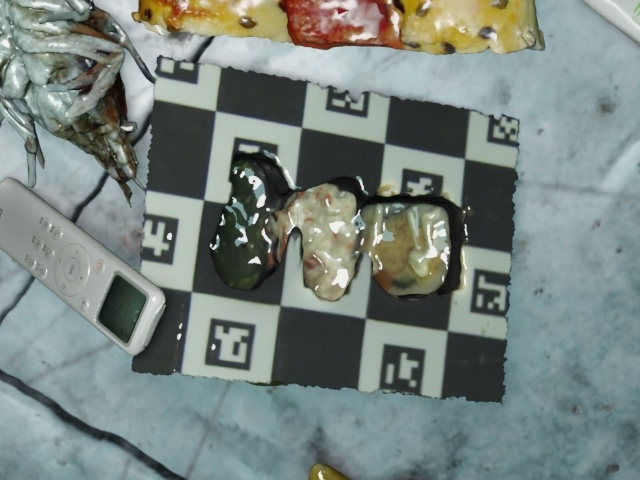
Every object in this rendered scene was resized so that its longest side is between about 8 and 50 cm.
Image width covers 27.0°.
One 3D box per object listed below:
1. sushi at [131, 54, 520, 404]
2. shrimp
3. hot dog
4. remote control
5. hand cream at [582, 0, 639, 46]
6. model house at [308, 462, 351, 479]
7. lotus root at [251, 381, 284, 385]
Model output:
[{"bbox_3d":[0.000,0.000,1.309,0.373,0.100,0.296,7,81,-17],"label":"sushi"},{"bbox_3d":[-0.269,-0.211,1.200,0.221,0.166,0.410,-16,96,35],"label":"shrimp"},{"bbox_3d":[0.006,-0.343,1.115,0.367,0.196,0.365,5,107,19],"label":"hot dog"},{"bbox_3d":[-0.237,0.020,1.238,0.029,0.261,0.067,9,109,-51],"label":"remote control"},{"bbox_3d":[0.265,-0.283,1.265,0.336,0.076,0.121,43,98,-9],"label":"hand cream"},{"bbox_3d":[0.056,0.367,1.397,0.253,0.184,0.291,-28,103,9],"label":"model house"},{"bbox_3d":[-0.025,0.103,1.349,0.179,0.080,0.089,-4,107,-6],"label":"lotus root"}]
